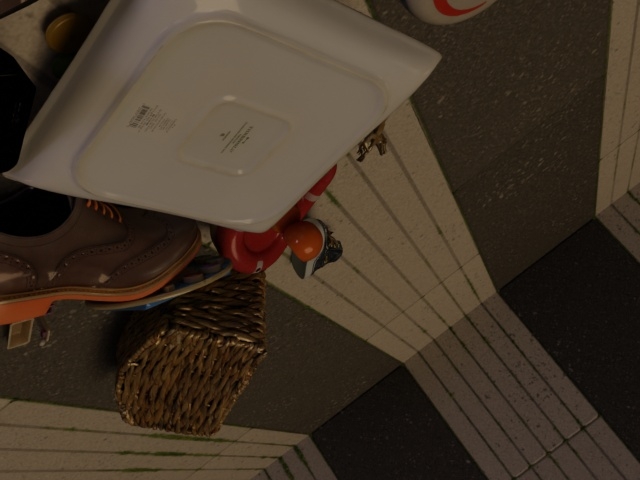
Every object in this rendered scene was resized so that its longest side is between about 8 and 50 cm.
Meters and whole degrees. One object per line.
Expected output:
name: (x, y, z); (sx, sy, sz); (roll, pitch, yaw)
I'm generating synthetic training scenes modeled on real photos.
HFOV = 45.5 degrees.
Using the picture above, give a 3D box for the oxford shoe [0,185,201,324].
oxford shoe: (-0.272, -0.006, 0.904); (0.364, 0.130, 0.132); (-19, 134, -53)

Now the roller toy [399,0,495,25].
roller toy: (0.146, -0.338, 0.822); (0.209, 0.146, 0.191); (-9, 145, -47)

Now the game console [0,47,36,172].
game console: (-0.417, -0.082, 0.595); (0.362, 0.043, 0.213); (-12, 169, -29)

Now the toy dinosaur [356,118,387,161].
toy dinosaur: (0.082, -0.179, 1.172); (0.092, 0.053, 0.183); (-45, 168, -20)

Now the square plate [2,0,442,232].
square plate: (-0.096, -0.120, 0.794); (0.344, 0.049, 0.347); (12, 139, -41)

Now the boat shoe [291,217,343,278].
boat shoe: (0.000, 0.000, 1.362); (0.083, 0.065, 0.183); (-28, 162, -22)

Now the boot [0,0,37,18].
boot: (-0.218, -0.255, 0.583); (0.305, 0.112, 0.115); (-31, 119, 11)

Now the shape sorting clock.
shape sorting clock: (-0.223, 0.054, 1.057); (0.206, 0.040, 0.206); (-16, -171, 2)

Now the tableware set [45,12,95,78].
tableware set: (-0.212, -0.215, 0.723); (0.104, 0.024, 0.154); (-20, 153, -26)

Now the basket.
basket: (-0.232, 0.161, 1.302); (0.214, 0.223, 0.299); (14, 134, -19)

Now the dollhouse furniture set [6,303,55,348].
dollhouse furniture set: (-0.380, 0.125, 1.045); (0.091, 0.081, 0.114); (-16, 150, -38)

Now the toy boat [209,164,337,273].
toy boat: (-0.053, -0.030, 1.115); (0.151, 0.151, 0.231); (-6, 142, -49)
